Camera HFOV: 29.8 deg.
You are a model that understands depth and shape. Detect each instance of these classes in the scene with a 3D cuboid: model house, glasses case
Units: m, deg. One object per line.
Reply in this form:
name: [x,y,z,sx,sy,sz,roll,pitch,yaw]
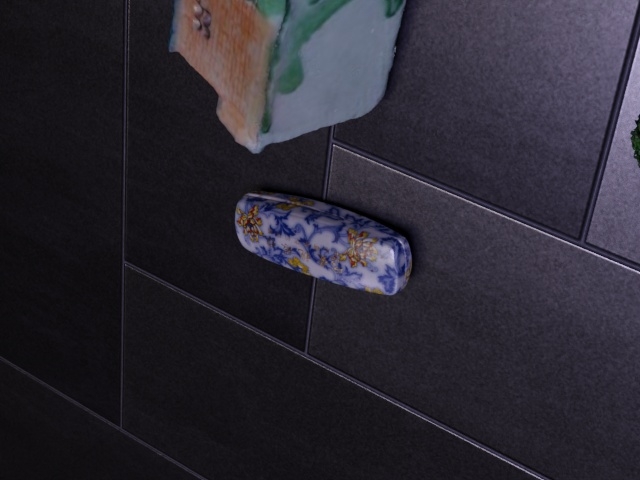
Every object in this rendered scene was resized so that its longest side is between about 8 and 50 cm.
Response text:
model house: [-0.076,-0.308,1.331,0.325,0.194,0.267,42,137,30]
glasses case: [0.000,0.000,1.491,0.247,0.065,0.087,16,121,32]

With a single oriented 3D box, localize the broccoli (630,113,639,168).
broccoli: [0.406,-0.059,0.997,0.297,0.297,0.298,8,140,7]
